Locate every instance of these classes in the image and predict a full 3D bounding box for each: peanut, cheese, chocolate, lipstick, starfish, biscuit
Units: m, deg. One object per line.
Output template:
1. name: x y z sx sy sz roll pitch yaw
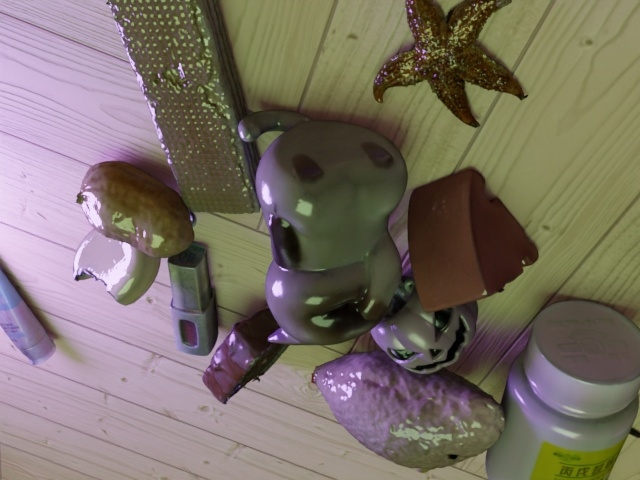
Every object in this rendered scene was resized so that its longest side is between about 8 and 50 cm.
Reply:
1. peanut: -0.306 -0.051 1.350 0.224 0.129 0.129 24 139 16
2. cheese: -0.333 0.000 1.457 0.249 0.163 0.071 -51 152 12
3. chocolate: -0.137 0.212 1.567 0.093 0.148 0.214 45 134 10
4. lipstick: -0.241 0.112 1.550 0.079 0.077 0.252 12 136 8
5. starfish: 0.162 -0.236 1.072 0.241 0.043 0.227 -25 121 41
6. biscuit: -0.182 -0.212 1.191 0.144 0.078 0.426 3 136 17
7. cheese: 0.220 -0.013 1.237 0.128 0.203 0.177 -19 94 39

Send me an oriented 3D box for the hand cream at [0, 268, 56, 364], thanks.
1. hand cream: -0.671 0.136 1.741 0.111 0.070 0.312 -5 129 28

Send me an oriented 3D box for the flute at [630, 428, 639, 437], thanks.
1. flute: 0.492 0.310 1.536 0.270 0.014 0.014 28 137 -10

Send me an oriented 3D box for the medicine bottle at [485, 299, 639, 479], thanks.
1. medicine bottle: 0.414 0.297 1.395 0.214 0.213 0.378 10 131 10

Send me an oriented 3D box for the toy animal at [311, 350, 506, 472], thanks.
1. toy animal: 0.150 0.300 1.449 0.359 0.188 0.226 18 159 25

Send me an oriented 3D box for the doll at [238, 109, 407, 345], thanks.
1. doll: 0.014 -0.007 1.205 0.226 0.215 0.370 23 128 52

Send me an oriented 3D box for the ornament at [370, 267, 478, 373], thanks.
1. ornament: 0.164 0.124 1.346 0.178 0.177 0.177 10 137 10
